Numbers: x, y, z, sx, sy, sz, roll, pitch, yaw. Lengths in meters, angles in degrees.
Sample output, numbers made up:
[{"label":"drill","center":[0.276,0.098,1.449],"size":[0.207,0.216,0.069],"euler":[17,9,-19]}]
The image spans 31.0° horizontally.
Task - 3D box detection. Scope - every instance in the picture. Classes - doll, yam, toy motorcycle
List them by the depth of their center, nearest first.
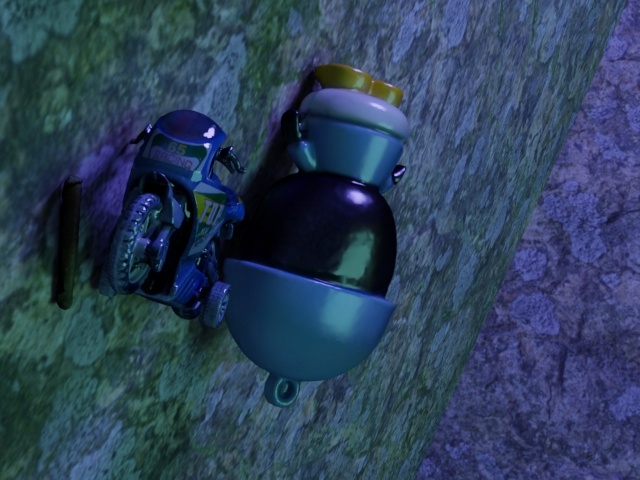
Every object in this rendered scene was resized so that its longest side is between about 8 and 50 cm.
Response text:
[{"label":"yam","center":[-0.169,0.003,0.772],"size":[0.014,0.014,0.107],"euler":[-42,151,-52]},{"label":"toy motorcycle","center":[-0.100,-0.015,0.835],"size":[0.254,0.092,0.135],"euler":[60,46,-79]},{"label":"doll","center":[0.000,0.000,1.061],"size":[0.177,0.141,0.314],"euler":[19,83,-41]}]
